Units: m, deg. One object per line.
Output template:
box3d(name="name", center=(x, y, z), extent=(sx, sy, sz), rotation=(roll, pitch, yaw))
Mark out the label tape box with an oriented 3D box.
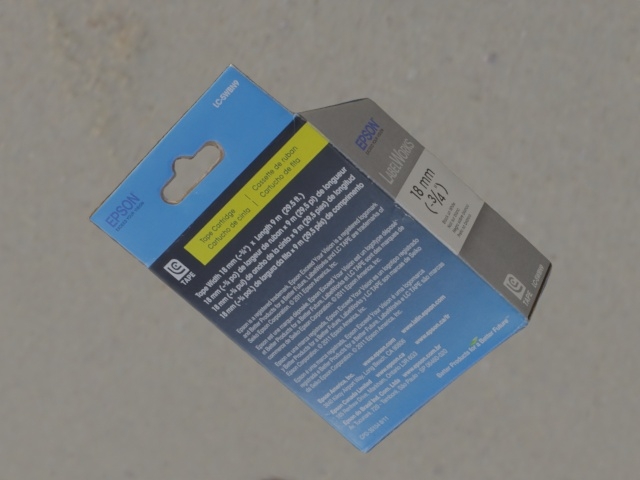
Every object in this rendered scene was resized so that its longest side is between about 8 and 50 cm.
box3d(name="label tape box", center=(0.000, 0.000, 1.649), extent=(0.334, 0.106, 0.240), rotation=(42, 127, -8))
